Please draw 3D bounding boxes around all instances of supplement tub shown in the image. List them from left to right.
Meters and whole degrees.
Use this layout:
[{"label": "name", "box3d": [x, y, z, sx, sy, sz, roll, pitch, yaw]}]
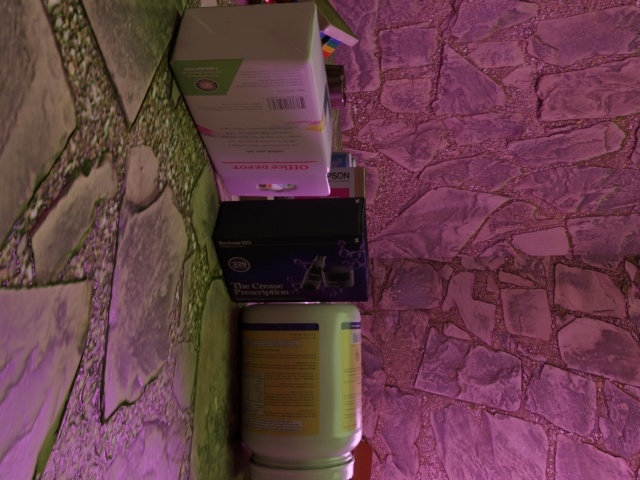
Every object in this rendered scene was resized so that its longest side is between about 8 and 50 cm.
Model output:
[{"label": "supplement tub", "box3d": [-0.038, 0.292, 1.299, 0.241, 0.241, 0.331, 43, 47, -80]}]

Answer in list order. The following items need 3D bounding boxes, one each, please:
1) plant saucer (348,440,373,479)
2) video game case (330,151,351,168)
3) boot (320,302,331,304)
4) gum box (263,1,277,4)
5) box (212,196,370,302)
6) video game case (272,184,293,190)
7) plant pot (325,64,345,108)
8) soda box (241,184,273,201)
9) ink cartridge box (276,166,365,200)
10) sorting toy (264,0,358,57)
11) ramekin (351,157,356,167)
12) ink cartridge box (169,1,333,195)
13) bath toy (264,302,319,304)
[{"label": "plant saucer", "box3d": [-0.023, 0.501, 1.378, 0.259, 0.258, 0.048, -61, 135, -77]}, {"label": "video game case", "box3d": [-0.006, -0.143, 1.826, 0.023, 0.193, 0.212, -61, 150, -61]}, {"label": "boot", "box3d": [-0.027, 0.238, 1.877, 0.258, 0.123, 0.095, -82, 169, -52]}, {"label": "gum box", "box3d": [-0.106, -0.509, 1.599, 0.188, 0.062, 0.107, -83, 169, -50]}, {"label": "box", "box3d": [-0.044, 0.021, 1.203, 0.103, 0.261, 0.184, -84, 169, -46]}, {"label": "video game case", "box3d": [-0.073, -0.179, 1.608, 0.143, 0.019, 0.157, -55, 165, 4]}, {"label": "plant pot", "box3d": [-0.009, -0.458, 1.974, 0.167, 0.165, 0.167, -1, 90, -84]}, {"label": "soda box", "box3d": [-0.134, -0.154, 1.338, 0.061, 0.058, 0.181, -71, 160, -70]}, {"label": "ink cartridge box", "box3d": [0.004, -0.093, 1.731, 0.088, 0.234, 0.193, 13, 76, -84]}, {"label": "sorting toy", "box3d": [-0.053, -0.525, 1.451, 0.255, 0.089, 0.257, 52, 19, 2]}, {"label": "ramekin", "box3d": [0.065, -0.173, 2.603, 0.303, 0.148, 0.304, -1, 90, -83]}, {"label": "ink cartridge box", "box3d": [-0.090, -0.213, 1.087, 0.353, 0.207, 0.119, 79, 14, -60]}, {"label": "bath toy", "box3d": [-0.065, 0.168, 1.627, 0.129, 0.151, 0.348, -47, 167, -5]}]
